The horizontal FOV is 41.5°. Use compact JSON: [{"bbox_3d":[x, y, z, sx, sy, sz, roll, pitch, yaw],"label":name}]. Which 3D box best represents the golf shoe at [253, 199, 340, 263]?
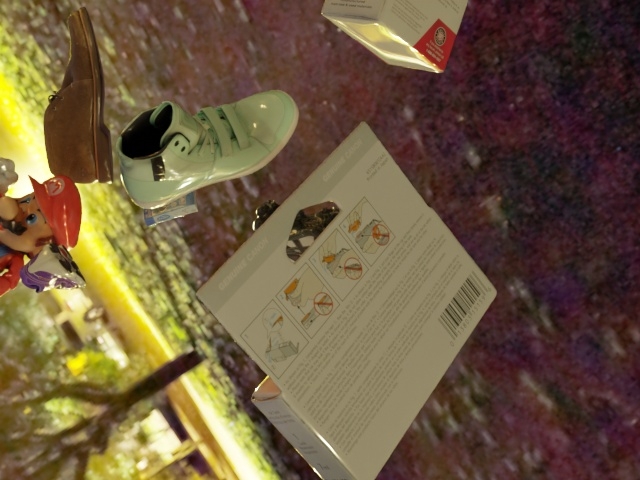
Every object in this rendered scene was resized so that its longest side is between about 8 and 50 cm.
[{"bbox_3d":[0.000,0.000,1.238,0.198,0.077,0.093,13,136,11],"label":"golf shoe"}]

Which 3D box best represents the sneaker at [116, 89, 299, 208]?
[{"bbox_3d":[-0.138,-0.138,1.072,0.094,0.256,0.151,56,168,16],"label":"sneaker"}]

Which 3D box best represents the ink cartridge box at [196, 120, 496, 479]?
[{"bbox_3d":[0.028,0.058,0.816,0.239,0.275,0.060,50,145,-12],"label":"ink cartridge box"}]

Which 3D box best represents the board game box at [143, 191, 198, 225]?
[{"bbox_3d":[-0.260,-0.073,1.447,0.020,0.090,0.090,74,179,-45],"label":"board game box"}]

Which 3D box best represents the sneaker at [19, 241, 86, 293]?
[{"bbox_3d":[-0.389,0.045,1.210,0.068,0.071,0.170,59,174,9],"label":"sneaker"}]

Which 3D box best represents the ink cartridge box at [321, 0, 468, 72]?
[{"bbox_3d":[0.153,-0.463,1.390,0.131,0.306,0.226,16,176,38],"label":"ink cartridge box"}]

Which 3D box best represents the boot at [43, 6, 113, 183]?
[{"bbox_3d":[-0.428,-0.248,1.460,0.112,0.115,0.305,-132,40,-77],"label":"boot"}]

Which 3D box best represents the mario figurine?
[{"bbox_3d":[-0.519,-0.007,1.301,0.198,0.321,0.170,58,-177,-12],"label":"mario figurine"}]
